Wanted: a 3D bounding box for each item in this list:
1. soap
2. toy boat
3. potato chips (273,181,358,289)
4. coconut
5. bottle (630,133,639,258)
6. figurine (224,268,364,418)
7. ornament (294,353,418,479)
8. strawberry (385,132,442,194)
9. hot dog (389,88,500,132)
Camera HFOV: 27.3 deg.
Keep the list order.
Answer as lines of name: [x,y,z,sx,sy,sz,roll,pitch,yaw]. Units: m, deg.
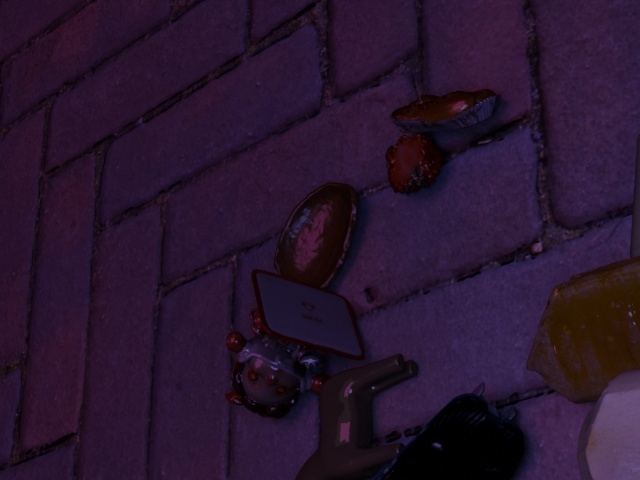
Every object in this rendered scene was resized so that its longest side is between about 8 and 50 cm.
soap: [0.377,0.111,1.661,0.257,0.080,0.160,-22,88,39]
toy boat: [0.155,0.334,1.830,0.299,0.134,0.092,-50,5,20]
potato chips: [0.000,0.000,2.204,0.150,0.049,0.201,12,77,45]
coconut: [0.420,0.250,1.488,0.241,0.241,0.241,-24,54,38]
bottle: [0.444,-0.043,1.722,0.072,0.072,0.201,-12,62,44]
figurine: [-0.072,0.193,2.103,0.226,0.183,0.160,-56,29,29]
ornament: [0.039,0.307,1.988,0.245,0.061,0.230,-23,54,37]
strawberry: [0.150,-0.122,2.110,0.104,0.048,0.152,-58,23,19]
hot dog: [0.193,-0.205,2.071,0.191,0.108,0.059,-4,107,48]
